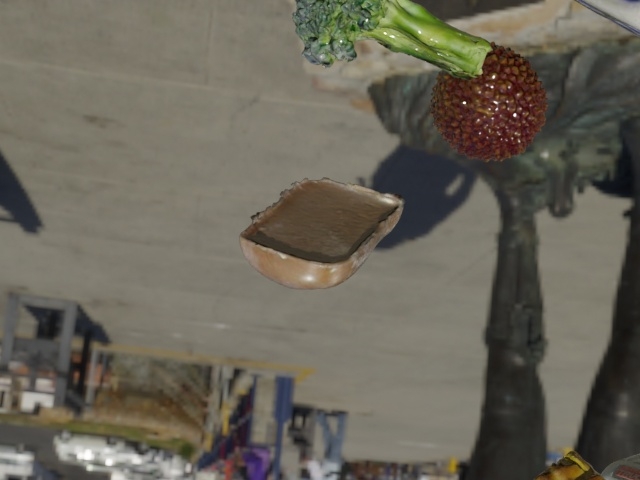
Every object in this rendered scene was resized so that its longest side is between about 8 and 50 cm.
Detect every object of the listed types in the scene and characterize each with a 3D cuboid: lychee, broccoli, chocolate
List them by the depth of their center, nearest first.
[{"bbox_3d":[0.000,0.000,1.529,0.161,0.083,0.261,20,-150,19],"label":"chocolate"},{"bbox_3d":[0.083,-0.293,1.585,0.275,0.177,0.198,27,163,-27],"label":"broccoli"},{"bbox_3d":[0.251,-0.202,1.684,0.188,0.188,0.188,5,168,1],"label":"lychee"}]

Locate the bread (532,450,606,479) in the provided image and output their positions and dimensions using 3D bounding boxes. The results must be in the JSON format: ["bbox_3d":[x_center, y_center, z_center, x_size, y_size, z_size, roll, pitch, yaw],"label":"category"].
[{"bbox_3d":[0.258,0.355,1.298,0.096,0.181,0.222,45,159,35],"label":"bread"}]

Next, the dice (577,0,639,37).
[{"bbox_3d":[0.557,-0.440,1.753,0.304,0.277,0.304,11,-154,-47],"label":"dice"}]

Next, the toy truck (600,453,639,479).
[{"bbox_3d":[0.592,0.385,1.701,0.388,0.206,0.173,-11,-174,-26],"label":"toy truck"}]
